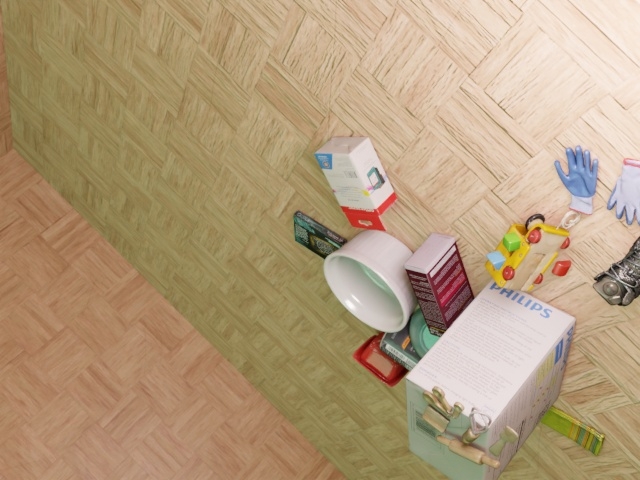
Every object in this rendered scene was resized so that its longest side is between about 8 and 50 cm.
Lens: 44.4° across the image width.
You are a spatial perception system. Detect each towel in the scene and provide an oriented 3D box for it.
[{"bbox_3d":[0.638,0.488,2.094,0.237,0.021,0.102,28,147,30],"label":"towel"}]

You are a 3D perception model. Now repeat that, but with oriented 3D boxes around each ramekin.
[{"bbox_3d":[0.155,0.102,2.112,0.277,0.135,0.277,33,149,23],"label":"ramekin"}]

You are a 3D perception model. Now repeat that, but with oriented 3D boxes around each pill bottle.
[{"bbox_3d":[0.300,0.323,2.215,0.245,0.130,0.130,34,150,20],"label":"pill bottle"}]

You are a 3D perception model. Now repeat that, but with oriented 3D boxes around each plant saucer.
[{"bbox_3d":[0.321,0.258,2.091,0.194,0.037,0.195,8,106,28],"label":"plant saucer"}]

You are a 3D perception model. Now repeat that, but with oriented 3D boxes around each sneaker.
[{"bbox_3d":[0.588,0.050,1.452,0.087,0.130,0.228,48,157,22],"label":"sneaker"}]

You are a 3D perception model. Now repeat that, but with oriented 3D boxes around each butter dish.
[{"bbox_3d":[0.207,0.335,2.371,0.160,0.160,0.118,37,128,15],"label":"butter dish"}]

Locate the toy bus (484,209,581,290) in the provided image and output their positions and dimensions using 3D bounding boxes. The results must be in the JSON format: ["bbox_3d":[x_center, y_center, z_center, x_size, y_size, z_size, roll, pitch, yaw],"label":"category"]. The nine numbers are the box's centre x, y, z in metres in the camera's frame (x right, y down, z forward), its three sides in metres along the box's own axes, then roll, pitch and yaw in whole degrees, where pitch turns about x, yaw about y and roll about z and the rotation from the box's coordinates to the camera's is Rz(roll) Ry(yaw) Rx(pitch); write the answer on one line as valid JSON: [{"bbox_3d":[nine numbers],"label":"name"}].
[{"bbox_3d":[0.433,0.009,1.642,0.104,0.202,0.191,61,177,44],"label":"toy bus"}]

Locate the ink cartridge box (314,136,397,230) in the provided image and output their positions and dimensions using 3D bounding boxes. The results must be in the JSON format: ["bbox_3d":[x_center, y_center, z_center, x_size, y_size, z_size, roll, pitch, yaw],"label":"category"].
[{"bbox_3d":[0.096,-0.139,1.931,0.134,0.078,0.231,9,135,49],"label":"ink cartridge box"}]

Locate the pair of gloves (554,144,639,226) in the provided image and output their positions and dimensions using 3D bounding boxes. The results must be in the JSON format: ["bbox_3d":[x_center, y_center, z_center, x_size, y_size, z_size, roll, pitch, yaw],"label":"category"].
[{"bbox_3d":[0.530,-0.102,1.462,0.198,0.023,0.159,21,142,36],"label":"pair of gloves"}]

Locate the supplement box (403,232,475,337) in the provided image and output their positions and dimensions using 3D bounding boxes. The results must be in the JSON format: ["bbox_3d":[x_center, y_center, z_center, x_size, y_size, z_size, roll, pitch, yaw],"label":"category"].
[{"bbox_3d":[0.300,0.115,1.939,0.073,0.130,0.240,13,137,44],"label":"supplement box"}]

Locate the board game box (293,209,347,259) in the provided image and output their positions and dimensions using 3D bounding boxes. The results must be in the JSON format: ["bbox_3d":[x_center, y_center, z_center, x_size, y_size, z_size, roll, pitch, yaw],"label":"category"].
[{"bbox_3d":[0.000,0.000,2.299,0.186,0.026,0.126,32,149,24],"label":"board game box"}]

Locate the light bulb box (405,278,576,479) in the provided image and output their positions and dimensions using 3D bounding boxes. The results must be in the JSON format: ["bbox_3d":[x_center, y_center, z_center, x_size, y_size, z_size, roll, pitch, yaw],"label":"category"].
[{"bbox_3d":[0.400,0.351,1.871,0.225,0.361,0.358,30,148,30],"label":"light bulb box"}]

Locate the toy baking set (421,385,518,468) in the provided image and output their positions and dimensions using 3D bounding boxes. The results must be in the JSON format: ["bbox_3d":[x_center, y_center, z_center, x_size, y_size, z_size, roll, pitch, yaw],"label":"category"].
[{"bbox_3d":[0.305,0.400,1.645,0.256,0.030,0.197,19,142,42],"label":"toy baking set"}]
